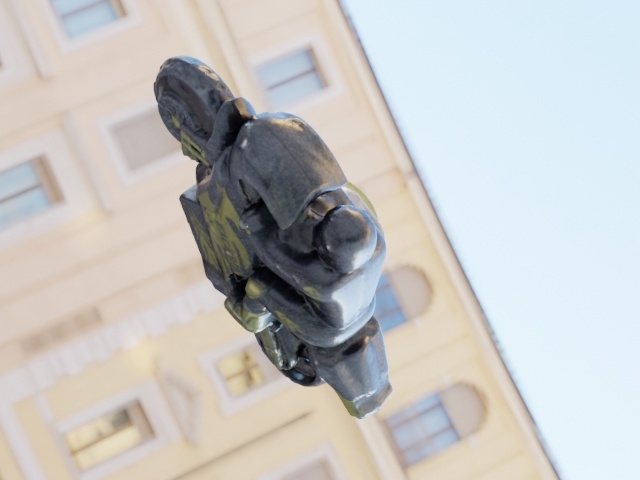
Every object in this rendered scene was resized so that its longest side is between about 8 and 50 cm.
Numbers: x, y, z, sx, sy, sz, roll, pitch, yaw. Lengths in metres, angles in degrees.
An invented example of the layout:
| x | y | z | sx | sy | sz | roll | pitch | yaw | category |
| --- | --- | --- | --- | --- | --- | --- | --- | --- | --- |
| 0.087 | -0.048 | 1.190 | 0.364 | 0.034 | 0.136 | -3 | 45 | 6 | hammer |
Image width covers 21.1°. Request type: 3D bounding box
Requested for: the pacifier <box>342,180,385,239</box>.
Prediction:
| x | y | z | sx | sy | sz | roll | pitch | yaw | category |
| --- | --- | --- | --- | --- | --- | --- | --- | --- | --- |
| 0.000 | 0.000 | 1.049 | 0.068 | 0.083 | 0.064 | 48 | -42 | 0 | pacifier |

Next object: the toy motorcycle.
| x | y | z | sx | sy | sz | roll | pitch | yaw | category |
| --- | --- | --- | --- | --- | --- | --- | --- | --- | --- |
| -0.013 | 0.003 | 0.803 | 0.124 | 0.061 | 0.193 | 18 | -43 | 49 | toy motorcycle |
